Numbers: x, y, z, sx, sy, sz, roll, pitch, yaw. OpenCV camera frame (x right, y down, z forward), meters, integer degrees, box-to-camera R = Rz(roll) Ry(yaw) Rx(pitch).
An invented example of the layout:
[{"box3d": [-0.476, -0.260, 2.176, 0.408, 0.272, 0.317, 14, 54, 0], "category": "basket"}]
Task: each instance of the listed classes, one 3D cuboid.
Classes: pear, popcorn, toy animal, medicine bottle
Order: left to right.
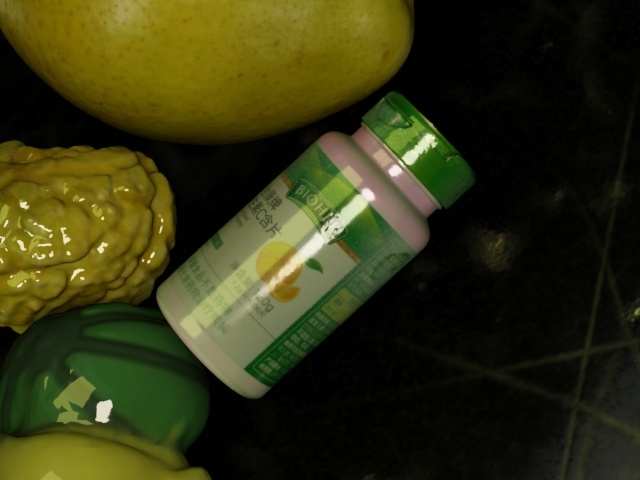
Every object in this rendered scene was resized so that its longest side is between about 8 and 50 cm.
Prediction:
[{"box3d": [-0.257, -0.020, 1.311, 0.226, 0.200, 0.203, -37, 57, 6], "category": "popcorn"}, {"box3d": [-0.189, 0.201, 1.143, 0.216, 0.191, 0.338, -19, 57, 28], "category": "toy animal"}, {"box3d": [-0.108, -0.183, 1.266, 0.387, 0.340, 0.191, 9, 97, 17], "category": "pear"}, {"box3d": [0.000, 0.000, 1.184, 0.274, 0.133, 0.133, -42, 51, 3], "category": "medicine bottle"}]
